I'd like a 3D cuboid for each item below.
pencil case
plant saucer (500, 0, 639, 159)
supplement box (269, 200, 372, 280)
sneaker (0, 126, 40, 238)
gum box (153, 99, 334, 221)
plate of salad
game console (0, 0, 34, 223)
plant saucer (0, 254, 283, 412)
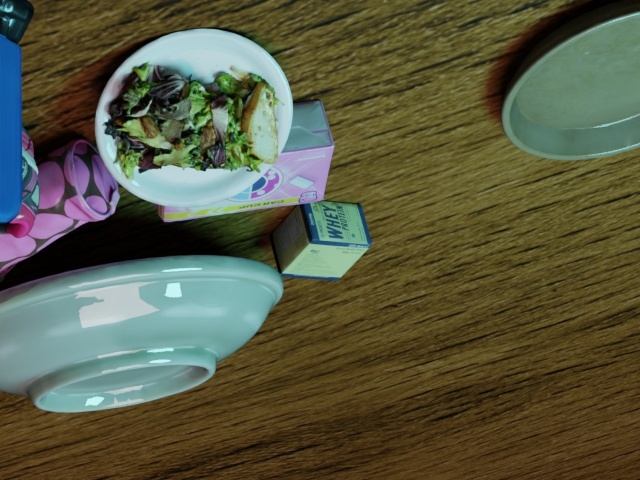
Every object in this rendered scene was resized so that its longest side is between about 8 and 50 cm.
[{"bbox_3d":[-0.305,-0.021,1.933,0.209,0.095,0.098,-28,114,25],"label":"pencil case"},{"bbox_3d":[0.325,-0.179,2.013,0.278,0.041,0.278,-12,152,-6],"label":"plant saucer"},{"bbox_3d":[0.000,0.000,2.153,0.083,0.056,0.083,4,146,-32],"label":"supplement box"},{"bbox_3d":[-0.425,-0.028,1.837,0.299,0.112,0.121,-18,152,6],"label":"sneaker"},{"bbox_3d":[-0.088,-0.082,1.957,0.188,0.062,0.107,-8,150,-12],"label":"gum box"},{"bbox_3d":[-0.122,-0.114,1.833,0.199,0.048,0.200,-8,124,-12],"label":"plate of salad"},{"bbox_3d":[-0.365,-0.157,1.408,0.293,0.250,0.173,22,94,-61],"label":"game console"},{"bbox_3d":[-0.231,0.122,2.121,0.400,0.101,0.400,-11,166,-3],"label":"plant saucer"}]
